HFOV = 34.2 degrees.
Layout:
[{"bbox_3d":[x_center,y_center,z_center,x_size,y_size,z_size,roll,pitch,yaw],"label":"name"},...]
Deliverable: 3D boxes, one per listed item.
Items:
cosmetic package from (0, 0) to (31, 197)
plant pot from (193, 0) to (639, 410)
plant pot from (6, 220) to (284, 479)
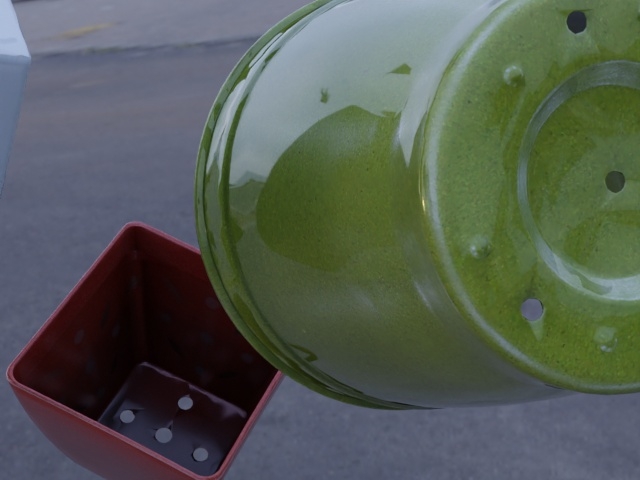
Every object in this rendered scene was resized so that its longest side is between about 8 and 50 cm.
[{"bbox_3d":[-0.382,-0.035,0.874,0.162,0.453,0.230,0,44,-31],"label":"cosmetic package"},{"bbox_3d":[0.118,-0.035,0.731,0.367,0.366,0.353,-14,4,-15],"label":"plant pot"},{"bbox_3d":[-0.189,0.185,1.281,0.267,0.235,0.267,25,52,10],"label":"plant pot"}]
